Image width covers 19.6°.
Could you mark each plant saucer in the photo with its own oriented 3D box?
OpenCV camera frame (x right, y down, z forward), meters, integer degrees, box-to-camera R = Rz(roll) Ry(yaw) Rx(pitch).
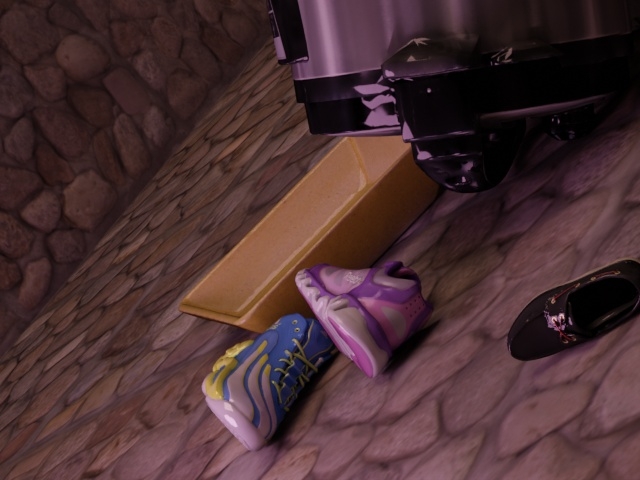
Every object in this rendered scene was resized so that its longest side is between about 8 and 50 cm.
[{"bbox_3d":[0.000,0.000,2.221,0.333,0.081,0.332,-45,13,-11],"label":"plant saucer"}]

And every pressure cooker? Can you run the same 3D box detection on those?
[{"bbox_3d":[0.136,-0.258,1.913,0.369,0.421,0.375,-13,8,-32],"label":"pressure cooker"}]

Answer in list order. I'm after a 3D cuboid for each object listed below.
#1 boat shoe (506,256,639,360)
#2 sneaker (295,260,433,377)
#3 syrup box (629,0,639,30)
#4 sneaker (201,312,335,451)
[{"bbox_3d":[0.201,0.058,1.468,0.133,0.049,0.042,-32,8,25],"label":"boat shoe"},{"bbox_3d":[0.049,0.062,1.860,0.104,0.095,0.236,-37,17,-5],"label":"sneaker"},{"bbox_3d":[0.377,-0.303,2.008,0.093,0.096,0.237,-45,12,-19],"label":"syrup box"},{"bbox_3d":[-0.050,0.131,1.915,0.126,0.091,0.240,-41,12,7],"label":"sneaker"}]
